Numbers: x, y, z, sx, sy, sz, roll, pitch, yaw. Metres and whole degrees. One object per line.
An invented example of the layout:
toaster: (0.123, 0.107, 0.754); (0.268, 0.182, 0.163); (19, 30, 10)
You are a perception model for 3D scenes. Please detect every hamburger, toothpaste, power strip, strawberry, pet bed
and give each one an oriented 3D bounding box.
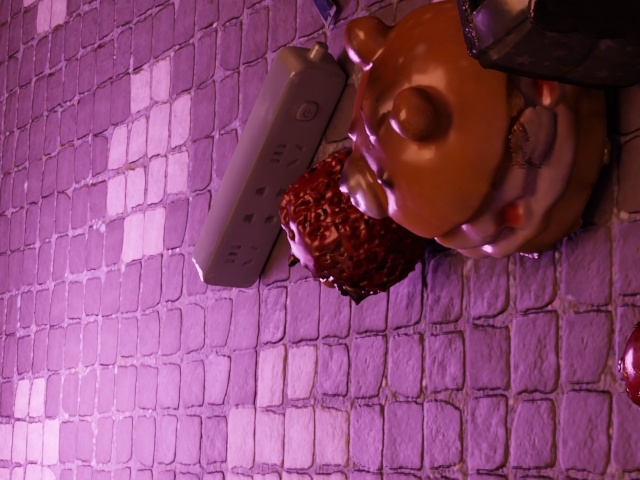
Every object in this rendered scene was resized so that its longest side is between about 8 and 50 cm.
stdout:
hamburger: (0.141, -0.120, 1.653); (0.276, 0.237, 0.276); (-27, 59, 58)
toothpaste: (-0.006, -0.340, 2.171); (0.140, 0.021, 0.037); (66, 145, 40)
power strip: (-0.068, -0.101, 2.162); (0.385, 0.091, 0.062); (-65, 36, 29)
strawberry: (0.056, -0.026, 1.862); (0.201, 0.187, 0.184); (-39, 29, 8)
pet bed: (0.248, -0.250, 1.510); (0.159, 0.211, 0.183); (-43, 46, 52)

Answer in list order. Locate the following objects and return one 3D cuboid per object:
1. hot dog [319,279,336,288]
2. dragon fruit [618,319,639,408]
hot dog: (0.000, 0.000, 2.065); (0.071, 0.045, 0.165); (-65, 33, 25)
dragon fruit: (0.333, 0.087, 1.423); (0.190, 0.094, 0.094); (-49, 44, 38)
